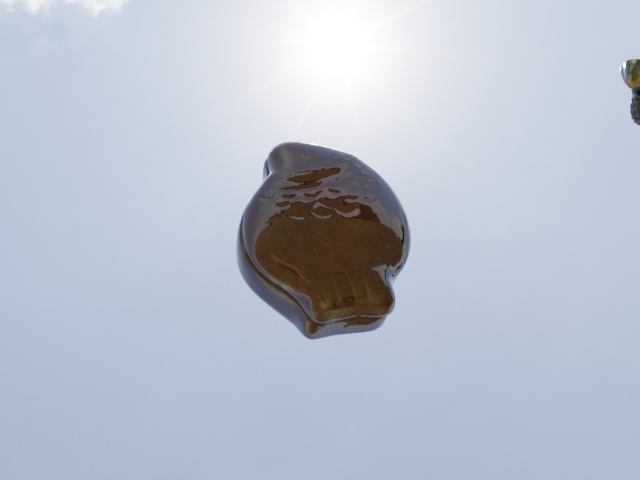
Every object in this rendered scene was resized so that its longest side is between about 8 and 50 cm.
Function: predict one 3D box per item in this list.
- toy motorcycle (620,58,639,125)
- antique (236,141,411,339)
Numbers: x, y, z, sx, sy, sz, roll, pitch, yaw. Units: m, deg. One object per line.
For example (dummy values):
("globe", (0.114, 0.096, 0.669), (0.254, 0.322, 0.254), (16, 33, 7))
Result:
("toy motorcycle", (0.635, -0.325, 1.407), (0.229, 0.094, 0.130), (-50, -62, -19))
("antique", (0.000, 0.000, 0.967), (0.223, 0.278, 0.129), (-9, -34, -21))
